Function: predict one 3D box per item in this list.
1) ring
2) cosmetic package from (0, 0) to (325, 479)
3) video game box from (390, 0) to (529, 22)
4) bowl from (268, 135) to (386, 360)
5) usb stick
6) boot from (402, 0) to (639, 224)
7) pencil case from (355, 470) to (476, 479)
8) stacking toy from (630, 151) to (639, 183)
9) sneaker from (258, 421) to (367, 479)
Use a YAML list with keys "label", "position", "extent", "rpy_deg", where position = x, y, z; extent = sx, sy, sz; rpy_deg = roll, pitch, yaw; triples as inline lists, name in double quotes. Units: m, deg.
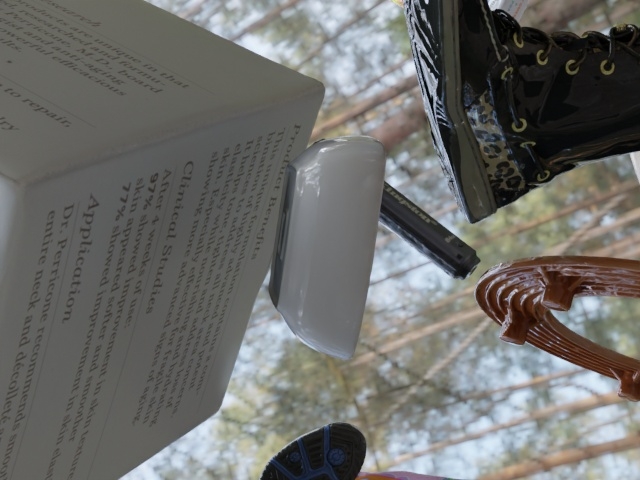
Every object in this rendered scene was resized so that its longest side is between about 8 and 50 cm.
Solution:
- label: "ring"
  position: [0.276, 0.087, 1.020]
  extent: [0.336, 0.336, 0.032]
  rpy_deg: [29, -108, -34]
- label: "cosmetic package"
  position: [-0.258, -0.008, 1.021]
  extent: [0.327, 0.330, 0.393]
  rpy_deg: [27, -156, 19]
- label: "video game box"
  position: [0.194, -0.352, 1.716]
  extent: [0.048, 0.205, 0.187]
  rpy_deg: [18, -77, -43]
- label: "bowl"
  position: [0.000, 0.000, 0.885]
  extent: [0.053, 0.142, 0.142]
  rpy_deg: [7, -84, -6]
- label: "usb stick"
  position: [0.096, -0.044, 1.840]
  extent: [0.278, 0.045, 0.077]
  rpy_deg: [39, -163, 10]
- label: "boot"
  position: [0.153, -0.126, 0.887]
  extent: [0.085, 0.178, 0.236]
  rpy_deg: [-108, 2, -45]
- label: "pencil case"
  position: [0.152, 0.320, 1.493]
  extent: [0.124, 0.284, 0.124]
  rpy_deg: [2, -90, -74]
- label: "stacking toy"
  position: [0.628, -0.155, 1.598]
  extent: [0.479, 0.350, 0.351]
  rpy_deg: [-25, -88, -5]
- label: "sneaker"
  position: [-0.035, 0.258, 1.392]
  extent: [0.080, 0.211, 0.081]
  rpy_deg: [46, -167, -1]
